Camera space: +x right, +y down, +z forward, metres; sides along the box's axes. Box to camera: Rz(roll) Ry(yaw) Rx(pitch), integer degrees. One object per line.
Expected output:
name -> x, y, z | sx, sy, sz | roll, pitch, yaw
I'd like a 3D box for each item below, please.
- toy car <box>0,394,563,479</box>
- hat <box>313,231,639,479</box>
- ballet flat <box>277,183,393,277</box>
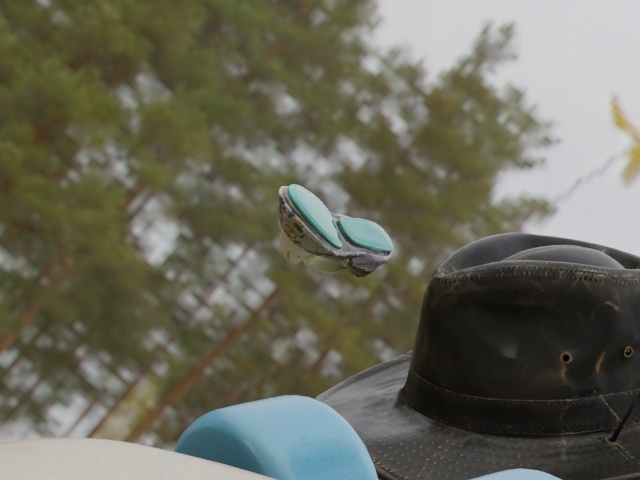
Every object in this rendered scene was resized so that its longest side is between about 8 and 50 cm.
toy car -> -0.049, 0.186, 0.565 | 0.210, 0.219, 0.238 | 12, -74, 49
hat -> 0.155, 0.066, 1.401 | 0.331, 0.331, 0.134 | 22, -59, 51
ballet flat -> 0.000, 0.000, 1.128 | 0.041, 0.041, 0.114 | 31, 4, 33
